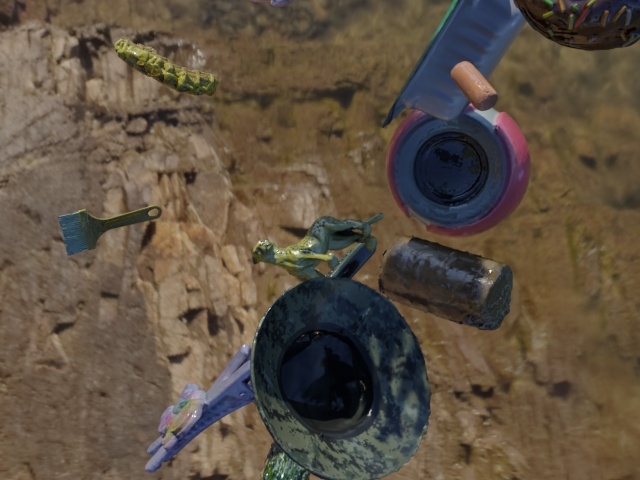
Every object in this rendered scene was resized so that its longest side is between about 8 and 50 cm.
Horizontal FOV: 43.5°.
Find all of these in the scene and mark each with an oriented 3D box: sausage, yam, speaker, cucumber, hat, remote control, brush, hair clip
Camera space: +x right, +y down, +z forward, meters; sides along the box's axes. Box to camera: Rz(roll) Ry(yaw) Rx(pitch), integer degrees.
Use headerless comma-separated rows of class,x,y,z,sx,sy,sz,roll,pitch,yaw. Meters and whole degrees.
sausage,0.199,-0.201,1.041,0.034,0.034,0.083,-22,51,-8
yam,0.229,0.074,1.427,0.128,0.238,0.129,-9,107,-44
speaker,0.275,-0.157,1.656,0.294,0.294,0.294,1,75,-3
cucumber,-0.021,0.326,1.398,0.096,0.096,0.359,23,40,3
hat,-0.001,0.178,0.996,0.265,0.128,0.265,15,65,-35
remote control,0.034,0.073,1.580,0.042,0.072,0.222,44,63,-1
brush,-0.417,-0.035,1.615,0.205,0.011,0.083,-17,107,-25
hair clip,-0.185,0.267,1.314,0.278,0.137,0.090,-32,114,4

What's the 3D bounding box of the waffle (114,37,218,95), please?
waffle,-0.289,-0.319,1.497,0.194,0.149,0.051,28,102,17

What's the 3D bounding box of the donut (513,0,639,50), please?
donut,0.309,-0.342,0.919,0.216,0.096,0.230,43,119,24

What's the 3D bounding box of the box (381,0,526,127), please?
box,0.262,-0.336,1.375,0.106,0.336,0.264,36,40,7

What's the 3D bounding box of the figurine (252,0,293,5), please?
figurine,-0.013,-0.370,0.950,0.284,0.316,0.206,-12,101,-33

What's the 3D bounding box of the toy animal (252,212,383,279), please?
toy animal,0.000,0.000,1.231,0.136,0.073,0.181,17,45,31
